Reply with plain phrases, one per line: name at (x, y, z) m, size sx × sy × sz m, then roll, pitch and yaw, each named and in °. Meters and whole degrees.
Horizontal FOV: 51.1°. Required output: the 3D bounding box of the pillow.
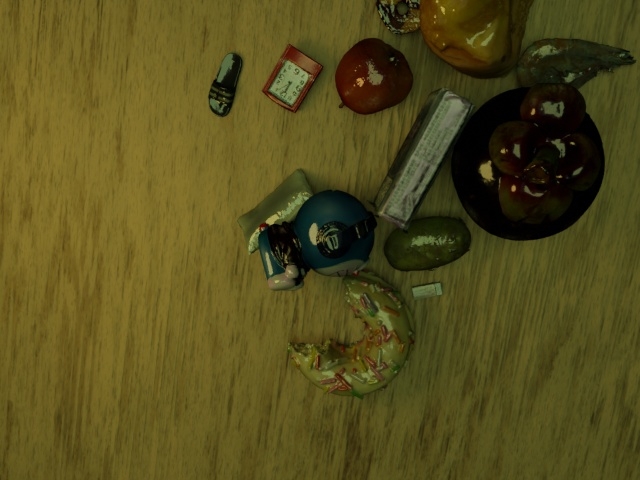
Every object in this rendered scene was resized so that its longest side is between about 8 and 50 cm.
pillow at (-0.128, -0.084, 1.875) m, size 0.254 × 0.078 × 0.144 m, roll -40°, pitch 52°, yaw 11°

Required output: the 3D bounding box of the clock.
clock at (-0.077, -0.441, 1.838) m, size 0.113 × 0.061 × 0.155 m, roll 34°, pitch 104°, yaw 0°

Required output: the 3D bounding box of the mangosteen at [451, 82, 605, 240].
mangosteen at (0.500, -0.197, 1.627) m, size 0.381 × 0.435 × 0.382 m, roll -3°, pitch 79°, yaw 15°

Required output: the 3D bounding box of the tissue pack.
tissue pack at (0.259, -0.215, 1.737) m, size 0.122 × 0.259 × 0.361 m, roll 29°, pitch 99°, yaw -3°

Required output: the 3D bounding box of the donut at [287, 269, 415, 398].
donut at (0.103, 0.287, 1.887) m, size 0.307 × 0.150 × 0.371 m, roll 38°, pitch 100°, yaw -1°

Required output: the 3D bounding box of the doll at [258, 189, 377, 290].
doll at (0.000, 0.000, 1.754) m, size 0.309 × 0.284 × 0.240 m, roll -19°, pitch 97°, yaw 5°

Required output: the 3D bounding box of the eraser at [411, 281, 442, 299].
eraser at (0.304, 0.143, 1.909) m, size 0.083 × 0.019 × 0.038 m, roll -12°, pitch 96°, yaw 8°

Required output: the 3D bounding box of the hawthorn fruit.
hawthorn fruit at (0.122, -0.419, 1.774) m, size 0.225 × 0.196 × 0.197 m, roll -35°, pitch 94°, yaw 35°

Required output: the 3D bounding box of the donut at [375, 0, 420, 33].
donut at (0.216, -0.615, 1.777) m, size 0.140 × 0.059 × 0.141 m, roll 1°, pitch 99°, yaw 6°

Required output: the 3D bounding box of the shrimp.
shrimp at (0.668, -0.446, 1.754) m, size 0.316 × 0.062 × 0.164 m, roll -1°, pitch 126°, yaw -4°

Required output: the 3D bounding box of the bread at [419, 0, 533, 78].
bread at (0.371, -0.591, 1.616) m, size 0.250 × 0.394 × 0.361 m, roll 17°, pitch 104°, yaw 19°

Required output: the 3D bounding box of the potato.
potato at (0.291, 0.009, 1.845) m, size 0.251 × 0.113 × 0.149 m, roll -15°, pitch 111°, yaw 21°

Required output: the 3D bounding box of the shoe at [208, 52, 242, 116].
shoe at (-0.269, -0.434, 1.862) m, size 0.071 × 0.049 × 0.179 m, roll 21°, pitch 101°, yaw 3°
